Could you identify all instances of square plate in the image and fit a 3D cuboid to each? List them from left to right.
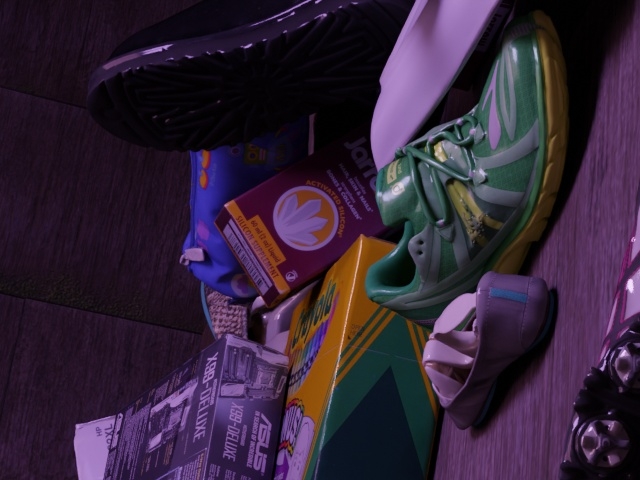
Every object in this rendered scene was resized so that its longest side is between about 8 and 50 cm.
[{"bbox_3d":[0.142,-0.261,1.513,0.347,0.049,0.344,-65,3,-27],"label":"square plate"}]

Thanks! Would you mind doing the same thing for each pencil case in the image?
[{"bbox_3d":[-0.080,-0.067,1.947,0.119,0.133,0.306,53,154,31],"label":"pencil case"}]

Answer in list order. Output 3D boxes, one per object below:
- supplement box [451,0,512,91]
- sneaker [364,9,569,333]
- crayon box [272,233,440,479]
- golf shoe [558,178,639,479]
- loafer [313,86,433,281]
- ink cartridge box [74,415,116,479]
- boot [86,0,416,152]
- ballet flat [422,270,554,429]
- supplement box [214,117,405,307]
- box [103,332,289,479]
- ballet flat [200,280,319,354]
[{"bbox_3d":[0.133,-0.276,1.816,0.130,0.073,0.239,113,166,-52],"label":"supplement box"},{"bbox_3d":[0.108,-0.041,1.444,0.109,0.124,0.295,-88,13,-53],"label":"sneaker"},{"bbox_3d":[0.017,0.190,1.780,0.363,0.106,0.313,130,151,-73],"label":"crayon box"},{"bbox_3d":[0.185,0.057,0.937,0.120,0.105,0.272,72,-147,-74],"label":"golf shoe"},{"bbox_3d":[0.047,-0.135,1.973,0.130,0.134,0.365,-107,31,-74],"label":"loafer"},{"bbox_3d":[-0.159,0.350,2.116,0.307,0.129,0.223,72,-176,-56],"label":"ink cartridge box"},{"bbox_3d":[-0.048,-0.234,1.783,0.131,0.348,0.260,57,-155,-45],"label":"boot"},{"bbox_3d":[0.112,0.079,1.432,0.213,0.068,0.072,116,164,-61],"label":"ballet flat"},{"bbox_3d":[0.006,-0.029,1.847,0.104,0.188,0.081,57,164,4],"label":"supplement box"},{"bbox_3d":[-0.139,0.271,1.842,0.242,0.077,0.307,-37,37,49],"label":"box"},{"bbox_3d":[-0.033,0.137,2.172,0.182,0.164,0.482,-47,29,30],"label":"ballet flat"}]
